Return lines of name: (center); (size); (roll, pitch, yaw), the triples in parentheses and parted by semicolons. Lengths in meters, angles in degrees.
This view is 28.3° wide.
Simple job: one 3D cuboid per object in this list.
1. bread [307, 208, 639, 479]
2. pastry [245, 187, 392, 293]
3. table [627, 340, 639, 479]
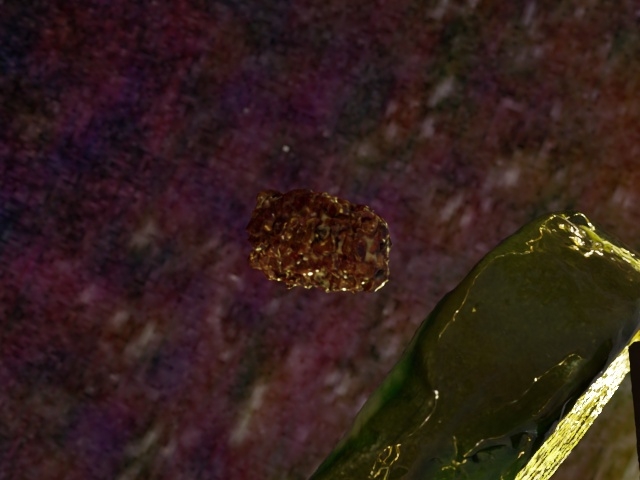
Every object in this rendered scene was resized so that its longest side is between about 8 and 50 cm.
bread: (0.125, 0.146, 1.016); (0.366, 0.129, 0.382); (-43, 161, -27)
pastry: (-0.001, -0.001, 1.483); (0.115, 0.208, 0.097); (51, 58, -35)
table: (0.316, 0.171, 0.832); (0.169, 0.172, 0.193); (-80, 148, -49)
